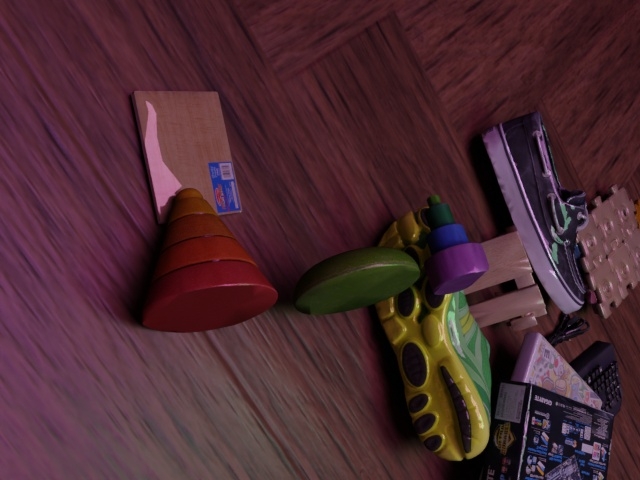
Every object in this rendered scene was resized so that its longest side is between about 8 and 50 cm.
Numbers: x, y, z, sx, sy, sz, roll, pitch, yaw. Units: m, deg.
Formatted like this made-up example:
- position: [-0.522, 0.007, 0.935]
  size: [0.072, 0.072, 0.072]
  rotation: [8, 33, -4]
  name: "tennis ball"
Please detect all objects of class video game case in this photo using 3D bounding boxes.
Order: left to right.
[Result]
- position: [0.303, 0.272, 0.930]
  size: [0.206, 0.026, 0.227]
  rotation: [42, 61, -32]
  name: "video game case"

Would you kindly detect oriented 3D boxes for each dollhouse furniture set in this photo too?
- position: [0.227, 0.058, 0.947]
  size: [0.151, 0.123, 0.144]
  rotation: [-50, 119, -74]
  name: "dollhouse furniture set"

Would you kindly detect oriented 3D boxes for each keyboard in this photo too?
- position: [0.366, 0.225, 1.029]
  size: [0.317, 0.033, 0.201]
  rotation: [-22, 95, -42]
  name: "keyboard"

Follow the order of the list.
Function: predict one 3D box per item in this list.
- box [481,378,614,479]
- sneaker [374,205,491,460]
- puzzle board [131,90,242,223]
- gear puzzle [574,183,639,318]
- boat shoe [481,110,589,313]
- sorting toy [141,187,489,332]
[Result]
- position: [0.288, 0.283, 0.864]
  size: [0.220, 0.051, 0.175]
  rotation: [24, 72, -38]
  name: "box"
- position: [0.136, 0.107, 0.826]
  size: [0.123, 0.110, 0.295]
  rotation: [14, 65, -67]
  name: "sneaker"
- position: [-0.130, -0.084, 0.680]
  size: [0.096, 0.011, 0.128]
  rotation: [-11, 88, -43]
  name: "puzzle board"
- position: [0.509, -0.002, 1.199]
  size: [0.339, 0.044, 0.175]
  rotation: [-27, 97, -44]
  name: "gear puzzle"
- position: [0.336, -0.039, 0.996]
  size: [0.301, 0.102, 0.108]
  rotation: [66, 24, -5]
  name: "boat shoe"
- position: [0.000, 0.000, 0.683]
  size: [0.366, 0.127, 0.126]
  rotation: [-5, 66, -26]
  name: "sorting toy"
